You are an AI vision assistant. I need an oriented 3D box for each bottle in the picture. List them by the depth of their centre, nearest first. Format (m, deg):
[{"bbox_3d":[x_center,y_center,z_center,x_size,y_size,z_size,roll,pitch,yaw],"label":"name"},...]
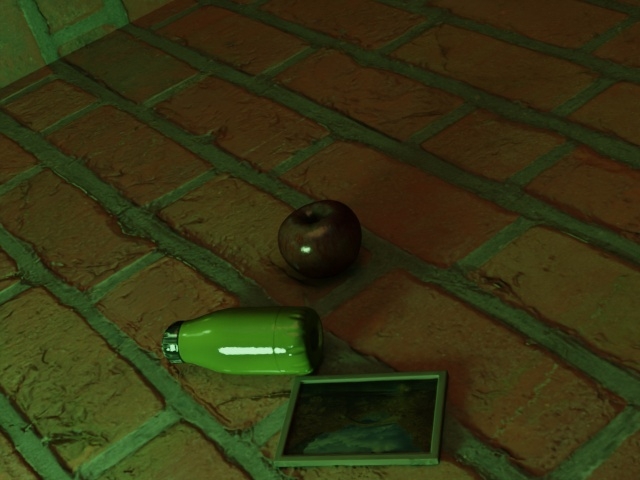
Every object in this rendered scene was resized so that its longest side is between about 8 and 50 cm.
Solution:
[{"bbox_3d":[-0.131,0.164,1.715,0.260,0.112,0.112,-3,37,18],"label":"bottle"}]

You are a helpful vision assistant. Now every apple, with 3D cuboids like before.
[{"bbox_3d":[0.000,0.000,1.883,0.153,0.120,0.153,-15,32,10],"label":"apple"}]

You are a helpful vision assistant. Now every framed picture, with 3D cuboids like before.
[{"bbox_3d":[0.063,0.268,1.584,0.249,0.016,0.184,-4,36,16],"label":"framed picture"}]
